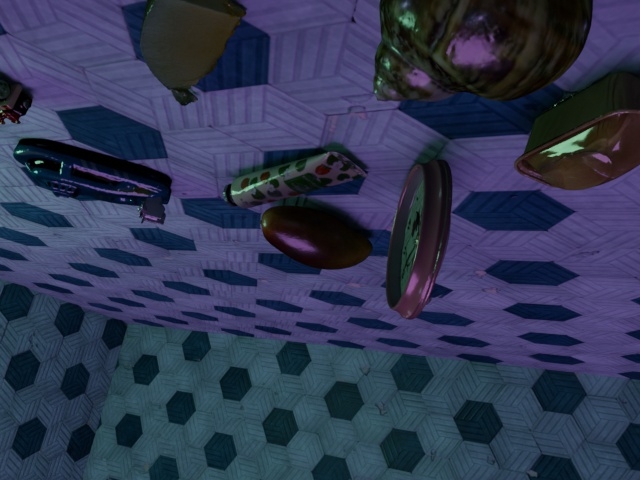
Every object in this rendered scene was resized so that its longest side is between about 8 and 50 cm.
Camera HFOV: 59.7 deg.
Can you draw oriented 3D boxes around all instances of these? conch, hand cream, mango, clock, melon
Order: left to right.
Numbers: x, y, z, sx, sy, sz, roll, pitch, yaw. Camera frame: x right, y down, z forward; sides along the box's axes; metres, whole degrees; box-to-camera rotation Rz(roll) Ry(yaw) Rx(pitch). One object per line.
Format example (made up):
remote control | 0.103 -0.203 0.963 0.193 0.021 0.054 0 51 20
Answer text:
melon | -0.156 -0.235 0.668 0.114 0.053 0.262 -3 169 -16
hand cream | -0.057 -0.102 0.954 0.276 0.059 0.095 -10 154 37
mango | 0.000 0.000 1.127 0.268 0.111 0.133 19 149 -36
clock | 0.149 -0.002 0.832 0.056 0.244 0.244 9 161 -3
conch | 0.140 -0.183 0.506 0.182 0.124 0.187 -1 166 39

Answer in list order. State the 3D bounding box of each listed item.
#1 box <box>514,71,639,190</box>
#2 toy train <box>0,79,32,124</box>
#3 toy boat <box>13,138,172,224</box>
box | 0.313 -0.113 0.640 0.111 0.111 0.177 18 160 -20
toy train | -0.518 -0.221 0.867 0.138 0.050 0.087 2 156 24
toy boat | -0.450 -0.109 1.095 0.299 0.092 0.134 14 164 -11
